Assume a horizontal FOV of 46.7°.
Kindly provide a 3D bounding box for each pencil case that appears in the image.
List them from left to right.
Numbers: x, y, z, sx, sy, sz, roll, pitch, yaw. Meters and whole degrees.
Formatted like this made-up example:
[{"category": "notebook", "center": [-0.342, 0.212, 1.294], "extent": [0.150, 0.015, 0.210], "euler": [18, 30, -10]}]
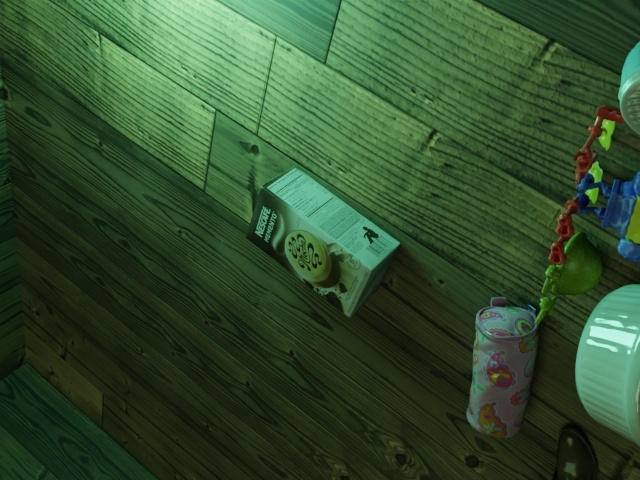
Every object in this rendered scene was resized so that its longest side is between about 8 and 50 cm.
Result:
[{"category": "pencil case", "center": [0.356, 0.255, 1.460], "extent": [0.124, 0.124, 0.284], "euler": [18, 128, 31]}]

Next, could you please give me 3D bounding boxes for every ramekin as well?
[{"category": "ramekin", "center": [0.518, 0.192, 1.172], "extent": [0.127, 0.272, 0.273], "euler": [13, 127, 51]}]

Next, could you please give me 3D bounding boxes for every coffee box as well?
[{"category": "coffee box", "center": [0.000, 0.000, 1.584], "extent": [0.297, 0.119, 0.168], "euler": [37, 137, 16]}]

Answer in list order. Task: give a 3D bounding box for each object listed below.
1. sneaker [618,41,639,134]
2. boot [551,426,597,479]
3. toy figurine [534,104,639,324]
[{"category": "sneaker", "center": [0.559, -0.155, 0.996], "extent": [0.366, 0.150, 0.135], "euler": [34, 140, -16]}, {"category": "boot", "center": [0.504, 0.489, 1.496], "extent": [0.082, 0.106, 0.219], "euler": [6, 122, 38]}, {"category": "toy figurine", "center": [0.481, -0.003, 1.123], "extent": [0.217, 0.191, 0.363], "euler": [19, 130, 24]}]
